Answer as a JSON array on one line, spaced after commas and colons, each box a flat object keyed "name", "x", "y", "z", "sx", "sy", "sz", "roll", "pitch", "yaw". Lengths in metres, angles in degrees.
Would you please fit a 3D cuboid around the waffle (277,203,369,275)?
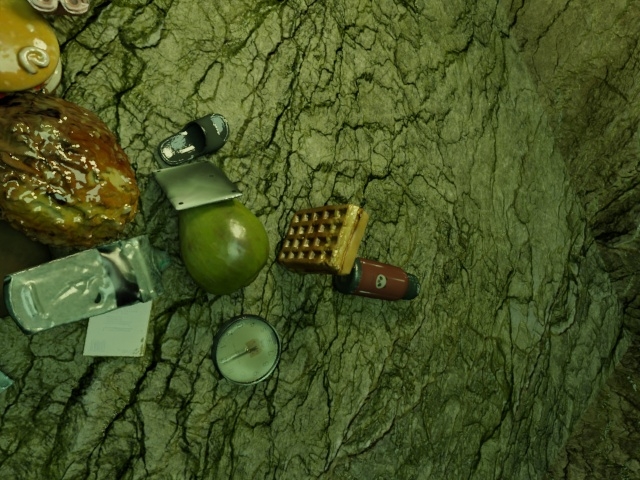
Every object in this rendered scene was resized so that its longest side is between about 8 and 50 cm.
[{"name": "waffle", "x": 0.000, "y": 0.000, "z": 1.302, "sx": 0.098, "sy": 0.328, "sz": 0.224, "roll": 27, "pitch": 75, "yaw": -29}]

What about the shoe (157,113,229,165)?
[{"name": "shoe", "x": -0.376, "y": -0.311, "z": 1.249, "sx": 0.241, "sy": 0.093, "sz": 0.108, "roll": -35, "pitch": 103, "yaw": -23}]

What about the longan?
[{"name": "longan", "x": -0.760, "y": 0.060, "z": 0.934, "sx": 0.258, "sy": 0.258, "sz": 0.257, "roll": 1, "pitch": 87, "yaw": -28}]

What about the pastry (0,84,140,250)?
[{"name": "pastry", "x": -0.624, "y": -0.170, "z": 0.936, "sx": 0.293, "sy": 0.337, "sz": 0.405, "roll": -34, "pitch": 69, "yaw": 5}]

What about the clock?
[{"name": "clock", "x": -0.236, "y": 0.352, "z": 1.320, "sx": 0.226, "sy": 0.049, "sz": 0.225, "roll": 2, "pitch": 86, "yaw": -29}]

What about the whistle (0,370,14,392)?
[{"name": "whistle", "x": -0.893, "y": 0.429, "z": 0.958, "sx": 0.312, "sy": 0.062, "sz": 0.062, "roll": -41, "pitch": 106, "yaw": -23}]

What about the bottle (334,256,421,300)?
[{"name": "bottle", "x": 0.225, "y": 0.154, "z": 1.521, "sx": 0.336, "sy": 0.144, "sz": 0.143, "roll": 15, "pitch": 81, "yaw": -28}]

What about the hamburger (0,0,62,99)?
[{"name": "hamburger", "x": -0.798, "y": -0.457, "z": 0.979, "sx": 0.303, "sy": 0.186, "sz": 0.260, "roll": -30, "pitch": 101, "yaw": -23}]

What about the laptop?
[{"name": "laptop", "x": -0.360, "y": -0.166, "z": 1.172, "sx": 0.188, "sy": 0.269, "sz": 0.015, "roll": -18, "pitch": 129, "yaw": -27}]

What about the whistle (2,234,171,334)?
[{"name": "whistle", "x": -0.530, "y": 0.096, "z": 0.997, "sx": 0.189, "sy": 0.405, "sz": 0.168, "roll": -15, "pitch": 95, "yaw": 7}]

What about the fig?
[{"name": "fig", "x": -0.295, "y": -0.007, "z": 1.194, "sx": 0.258, "sy": 0.258, "sz": 0.326, "roll": -29, "pitch": 91, "yaw": -26}]

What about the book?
[{"name": "book", "x": -0.569, "y": 0.211, "z": 1.159, "sx": 0.161, "sy": 0.026, "sz": 0.230, "roll": 11, "pitch": 82, "yaw": -27}]

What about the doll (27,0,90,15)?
[{"name": "doll", "x": -0.672, "y": -0.672, "z": 1.023, "sx": 0.284, "sy": 0.268, "sz": 0.216, "roll": -9, "pitch": 112, "yaw": -27}]
